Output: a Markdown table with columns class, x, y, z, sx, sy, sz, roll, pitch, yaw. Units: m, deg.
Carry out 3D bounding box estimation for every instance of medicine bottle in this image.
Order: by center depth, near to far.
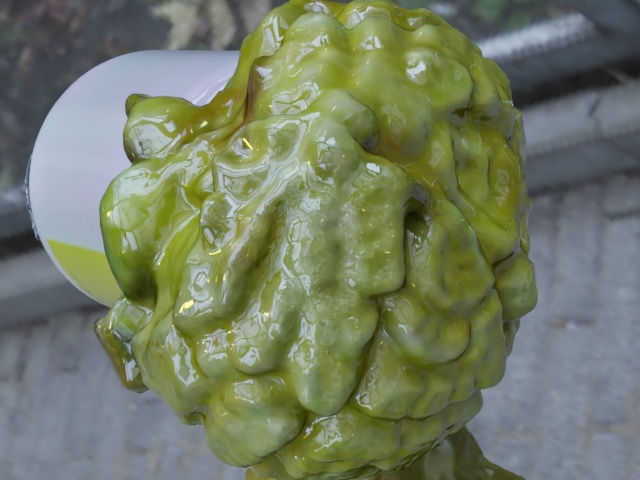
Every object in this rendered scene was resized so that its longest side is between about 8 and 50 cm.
| class | x | y | z | sx | sy | sz | roll | pitch | yaw |
| --- | --- | --- | --- | --- | --- | --- | --- | --- | --- |
| medicine bottle | -0.055 | -0.031 | 1.406 | 0.379 | 0.213 | 0.213 | 10 | 79 | 63 |

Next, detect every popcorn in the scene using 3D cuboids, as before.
| class | x | y | z | sx | sy | sz | roll | pitch | yaw |
| --- | --- | --- | --- | --- | --- | --- | --- | --- | --- |
| popcorn | 0.000 | 0.000 | 1.058 | 0.270 | 0.224 | 0.258 | -47 | 38 | 4 |

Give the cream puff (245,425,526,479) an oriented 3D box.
| class | x | y | z | sx | sy | sz | roll | pitch | yaw |
| --- | --- | --- | --- | --- | --- | --- | --- | --- | --- |
| cream puff | 0.040 | 0.191 | 1.232 | 0.195 | 0.221 | 0.194 | -44 | 22 | 24 |
